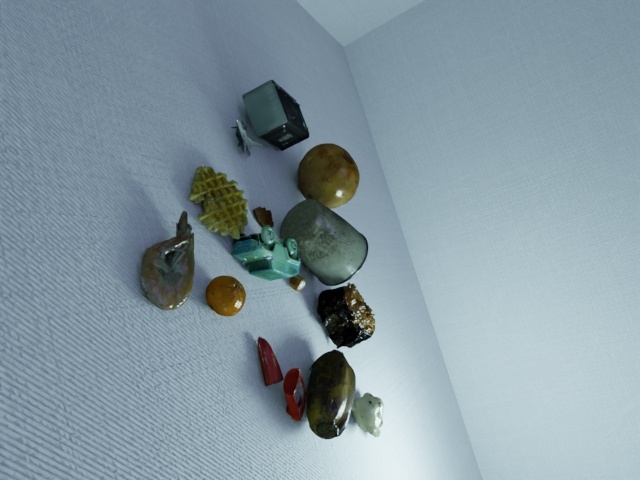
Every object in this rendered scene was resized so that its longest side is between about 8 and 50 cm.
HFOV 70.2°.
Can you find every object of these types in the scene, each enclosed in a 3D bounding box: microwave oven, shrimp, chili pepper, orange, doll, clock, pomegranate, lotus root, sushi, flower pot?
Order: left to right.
[{"bbox_3d":[-0.434,0.048,1.316,0.168,0.077,0.317,33,46,-48],"label":"shrimp"},{"bbox_3d":[-0.297,0.175,1.444,0.135,0.117,0.136,32,50,-49],"label":"orange"},{"bbox_3d":[-0.184,0.411,1.566,0.088,0.064,0.169,38,31,-78],"label":"chili pepper"},{"bbox_3d":[-0.189,-0.567,2.087,0.238,0.181,0.295,69,15,8],"label":"microwave oven"},{"bbox_3d":[-0.093,0.535,1.587,0.113,0.061,0.155,-74,161,-53],"label":"clock"},{"bbox_3d":[0.000,0.000,2.004,0.330,0.293,0.294,40,37,-35],"label":"flower pot"},{"bbox_3d":[0.030,-0.310,2.292,0.338,0.338,0.338,44,35,-43],"label":"pomegranate"},{"bbox_3d":[0.042,0.570,1.741,0.397,0.179,0.196,-75,153,-61],"label":"lotus root"},{"bbox_3d":[0.129,0.359,2.067,0.348,0.207,0.235,52,25,-42],"label":"sushi"},{"bbox_3d":[0.241,0.780,2.068,0.175,0.149,0.278,44,0,25],"label":"doll"}]

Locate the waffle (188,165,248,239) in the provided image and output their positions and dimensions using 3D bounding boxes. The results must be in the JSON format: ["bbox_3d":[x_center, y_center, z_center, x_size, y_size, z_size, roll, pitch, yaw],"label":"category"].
[{"bbox_3d":[-0.354,-0.132,1.610,0.250,0.056,0.261,36,39,-37],"label":"waffle"}]

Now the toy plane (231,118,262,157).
[{"bbox_3d":[-0.325,-0.435,1.887,0.234,0.082,0.160,41,44,-66],"label":"toy plane"}]

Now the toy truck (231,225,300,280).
[{"bbox_3d":[-0.197,0.054,1.699,0.278,0.154,0.156,27,56,-56],"label":"toy truck"}]

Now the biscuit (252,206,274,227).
[{"bbox_3d":[-0.237,-0.094,1.880,0.130,0.019,0.120,44,36,-44],"label":"biscuit"}]

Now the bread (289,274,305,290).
[{"bbox_3d":[-0.105,0.173,1.923,0.049,0.103,0.062,31,87,-38],"label":"bread"}]
